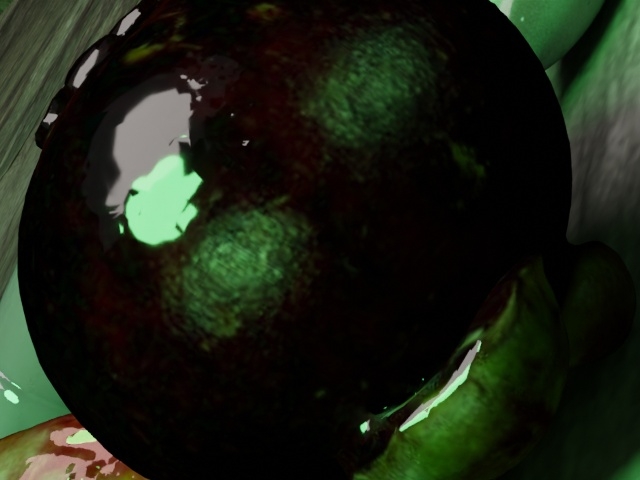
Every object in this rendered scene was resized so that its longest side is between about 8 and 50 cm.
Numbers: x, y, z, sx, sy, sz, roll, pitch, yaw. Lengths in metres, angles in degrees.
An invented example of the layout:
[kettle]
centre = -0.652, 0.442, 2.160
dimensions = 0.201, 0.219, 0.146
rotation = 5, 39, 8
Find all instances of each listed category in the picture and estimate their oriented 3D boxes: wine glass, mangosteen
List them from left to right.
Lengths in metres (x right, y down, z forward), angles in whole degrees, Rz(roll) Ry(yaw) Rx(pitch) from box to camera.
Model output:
[mangosteen]
centre = 0.000, 0.000, 0.616
dimensions = 0.210, 0.210, 0.210
rotation = -47, 18, 21
[wine glass]
centre = 0.088, -0.090, 0.786
dimensions = 0.066, 0.066, 0.198
rotation = -32, 26, 51

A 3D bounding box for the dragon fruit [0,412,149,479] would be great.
[dragon fruit]
centre = -0.117, 0.184, 0.679
dimensions = 0.262, 0.134, 0.211
rotation = -44, 23, 30

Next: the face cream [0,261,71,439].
[face cream]
centre = -0.179, 0.134, 1.035
dimensions = 0.274, 0.096, 0.154
rotation = -63, 18, 17
